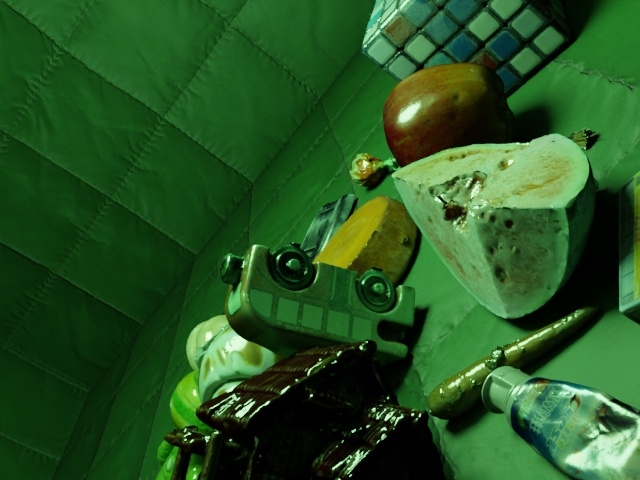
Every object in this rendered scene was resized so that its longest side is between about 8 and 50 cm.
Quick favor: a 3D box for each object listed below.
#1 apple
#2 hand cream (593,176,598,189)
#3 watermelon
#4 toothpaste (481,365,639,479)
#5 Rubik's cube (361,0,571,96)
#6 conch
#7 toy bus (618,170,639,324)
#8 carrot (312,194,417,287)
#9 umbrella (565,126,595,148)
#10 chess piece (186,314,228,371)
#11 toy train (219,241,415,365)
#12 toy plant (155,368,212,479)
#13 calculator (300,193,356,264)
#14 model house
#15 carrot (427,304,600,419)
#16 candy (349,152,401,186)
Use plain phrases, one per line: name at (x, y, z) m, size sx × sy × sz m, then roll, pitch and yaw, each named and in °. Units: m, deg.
apple at (0.224, -0.198, 1.090) m, size 0.234 × 0.234 × 0.234 m, roll -47°, pitch 20°, yaw 23°
hand cream at (0.310, -0.044, 0.900) m, size 0.052 × 0.038 × 0.216 m, roll -34°, pitch 0°, yaw -35°
watermelon at (0.258, -0.029, 0.829) m, size 0.175 × 0.188 × 0.322 m, roll -30°, pitch 28°, yaw -8°
toothpaste at (0.260, 0.188, 0.591) m, size 0.096 × 0.061 × 0.266 m, roll -56°, pitch 24°, yaw -7°
Rubik's cube at (0.291, -0.458, 1.257) m, size 0.293 × 0.286 × 0.292 m, roll -41°, pitch 23°, yaw 37°
conch at (-0.135, 0.246, 1.177) m, size 0.249 × 0.197 × 0.368 m, roll -16°, pitch 5°, yaw 24°
toy bus at (0.358, 0.003, 0.650) m, size 0.075 × 0.064 × 0.191 m, roll -52°, pitch 14°, yaw 50°
carrot at (0.081, 0.017, 1.258) m, size 0.258 × 0.100 × 0.307 m, roll -44°, pitch 19°, yaw 21°
umbrella at (0.382, -0.151, 0.923) m, size 0.083 × 0.020 × 0.032 m, roll -173°, pitch 77°, yaw -70°
chess piece at (-0.170, 0.223, 1.468) m, size 0.299 × 0.167 × 0.167 m, roll -30°, pitch 29°, yaw 38°
toy train at (-0.007, 0.107, 0.980) m, size 0.129 × 0.326 × 0.160 m, roll -40°, pitch 38°, yaw 56°
toy plant at (-0.268, 0.441, 1.294) m, size 0.224 × 0.184 × 0.316 m, roll 35°, pitch 101°, yaw 54°
calculator at (0.000, 0.000, 1.592) m, size 0.177 × 0.040 × 0.268 m, roll -22°, pitch 41°, yaw 62°
model house at (-0.006, 0.247, 0.754) m, size 0.317 × 0.297 × 0.283 m, roll -22°, pitch 42°, yaw 62°
carrot at (0.228, 0.149, 0.753) m, size 0.254 × 0.049 × 0.049 m, roll -41°, pitch 22°, yaw 25°
candy at (0.168, -0.189, 1.449) m, size 0.287 × 0.078 × 0.084 m, roll -14°, pitch 61°, yaw 58°
